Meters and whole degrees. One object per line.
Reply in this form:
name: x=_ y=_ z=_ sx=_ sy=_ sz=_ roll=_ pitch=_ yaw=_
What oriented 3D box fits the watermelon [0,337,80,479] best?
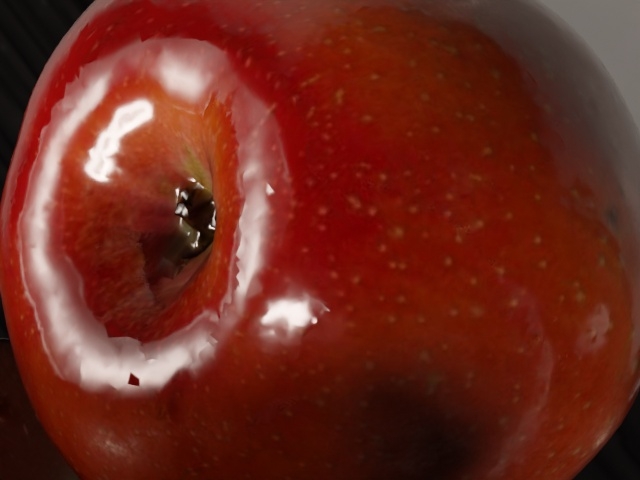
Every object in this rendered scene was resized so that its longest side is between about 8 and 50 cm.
watermelon: x=-0.196 y=0.106 z=0.948 sx=0.193 sy=0.137 sz=0.145 roll=-44 pitch=-167 yaw=-36

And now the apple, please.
apple: x=0.000 y=0.000 z=0.776 sx=0.216 sy=0.260 sz=0.260 roll=8 pitch=129 yaw=-50
